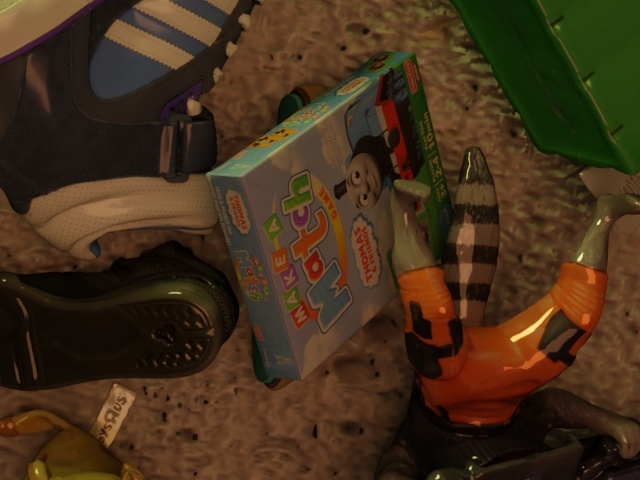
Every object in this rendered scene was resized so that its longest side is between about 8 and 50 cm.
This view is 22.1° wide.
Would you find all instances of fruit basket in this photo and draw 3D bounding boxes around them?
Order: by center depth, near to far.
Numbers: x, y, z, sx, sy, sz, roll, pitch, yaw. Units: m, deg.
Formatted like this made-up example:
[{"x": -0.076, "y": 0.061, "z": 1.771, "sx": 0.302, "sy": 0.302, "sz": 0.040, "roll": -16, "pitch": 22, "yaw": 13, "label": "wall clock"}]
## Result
[{"x": 0.256, "y": -0.236, "z": 1.229, "sx": 0.353, "sy": 0.165, "sz": 0.327, "roll": -51, "pitch": 125, "yaw": -22, "label": "fruit basket"}]

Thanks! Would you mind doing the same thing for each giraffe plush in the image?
[{"x": -0.163, "y": 0.215, "z": 1.162, "sx": 0.181, "sy": 0.170, "sz": 0.210, "roll": 10, "pitch": 91, "yaw": -13, "label": "giraffe plush"}]

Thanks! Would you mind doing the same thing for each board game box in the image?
[{"x": 0.016, "y": -0.022, "z": 1.178, "sx": 0.211, "sy": 0.039, "sz": 0.160, "roll": -38, "pitch": 122, "yaw": -41, "label": "board game box"}]

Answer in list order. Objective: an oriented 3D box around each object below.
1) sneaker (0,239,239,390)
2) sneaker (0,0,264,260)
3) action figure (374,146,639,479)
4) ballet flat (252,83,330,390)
[{"x": -0.165, "y": 0.054, "z": 1.204, "sx": 0.227, "sy": 0.130, "sz": 0.087, "roll": -3, "pitch": 100, "yaw": 15, "label": "sneaker"}, {"x": -0.103, "y": -0.127, "z": 1.195, "sx": 0.322, "sy": 0.130, "sz": 0.236, "roll": -36, "pitch": 121, "yaw": -23, "label": "sneaker"}, {"x": 0.156, "y": 0.111, "z": 1.236, "sx": 0.341, "sy": 0.178, "sz": 0.330, "roll": -2, "pitch": 113, "yaw": -30, "label": "action figure"}, {"x": 0.000, "y": 0.000, "z": 1.236, "sx": 0.073, "sy": 0.080, "sz": 0.232, "roll": 5, "pitch": 94, "yaw": -28, "label": "ballet flat"}]
